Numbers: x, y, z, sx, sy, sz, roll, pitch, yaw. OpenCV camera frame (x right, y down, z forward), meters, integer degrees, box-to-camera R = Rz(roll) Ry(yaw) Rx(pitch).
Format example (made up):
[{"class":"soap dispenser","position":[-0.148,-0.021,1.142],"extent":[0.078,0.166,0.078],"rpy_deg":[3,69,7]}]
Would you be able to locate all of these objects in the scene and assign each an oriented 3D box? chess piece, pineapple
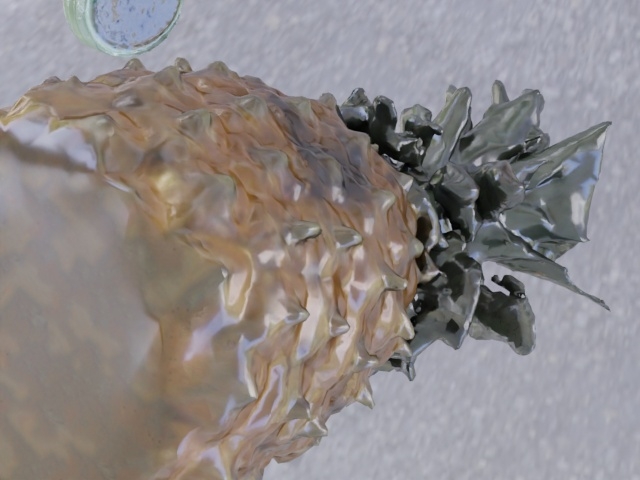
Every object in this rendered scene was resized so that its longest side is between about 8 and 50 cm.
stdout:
[{"class":"chess piece","position":[-0.129,-0.139,0.937],"extent":[0.149,0.059,0.059],"rpy_deg":[34,127,43]},{"class":"pineapple","position":[0.000,0.000,0.762],"extent":[0.169,0.340,0.169],"rpy_deg":[9,105,35]}]
